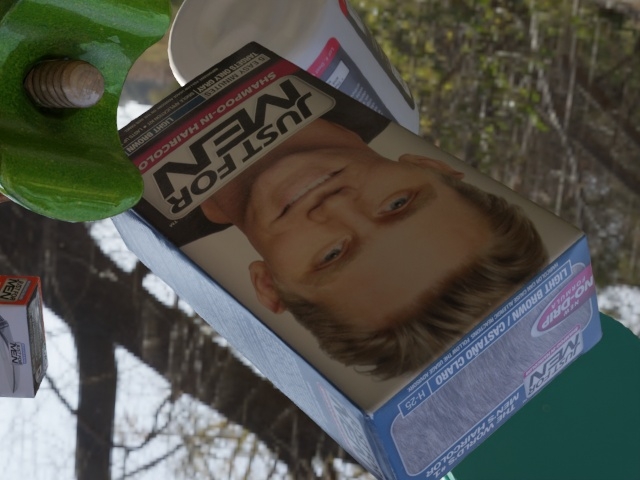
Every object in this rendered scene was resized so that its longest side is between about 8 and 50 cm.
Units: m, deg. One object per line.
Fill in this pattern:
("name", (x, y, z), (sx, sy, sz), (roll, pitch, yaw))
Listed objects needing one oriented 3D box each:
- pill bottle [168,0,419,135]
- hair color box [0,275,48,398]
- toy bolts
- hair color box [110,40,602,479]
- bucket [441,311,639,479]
("pill bottle", (-0.003, -0.141, 1.150), (0.176, 0.176, 0.318), (14, 161, 34))
("hair color box", (-0.317, 0.077, 0.915), (0.167, 0.093, 0.053), (3, -152, 0))
("toy bolts", (-0.166, -0.138, 0.427), (0.158, 0.228, 0.218), (10, 178, 44))
("hair color box", (0.000, 0.000, 0.751), (0.174, 0.105, 0.347), (-38, -134, -17))
("bucket", (0.254, 0.212, 1.186), (0.281, 0.281, 0.183), (11, 156, 26))
